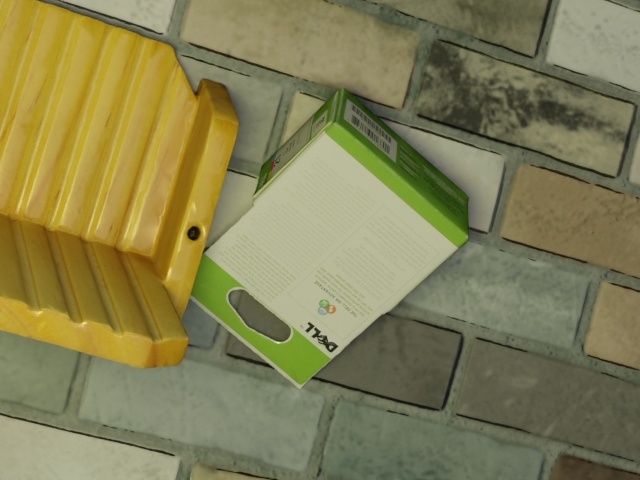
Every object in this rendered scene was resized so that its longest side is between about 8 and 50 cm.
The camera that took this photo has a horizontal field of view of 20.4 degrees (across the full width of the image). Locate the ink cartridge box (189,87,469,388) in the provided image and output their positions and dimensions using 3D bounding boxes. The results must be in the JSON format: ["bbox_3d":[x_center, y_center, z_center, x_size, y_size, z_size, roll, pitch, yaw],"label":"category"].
[{"bbox_3d":[0.000,0.000,1.839,0.189,0.097,0.255,40,114,-15],"label":"ink cartridge box"}]

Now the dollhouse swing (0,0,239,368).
[{"bbox_3d":[-0.250,-0.073,1.638,0.347,0.305,0.315,18,86,-17],"label":"dollhouse swing"}]
